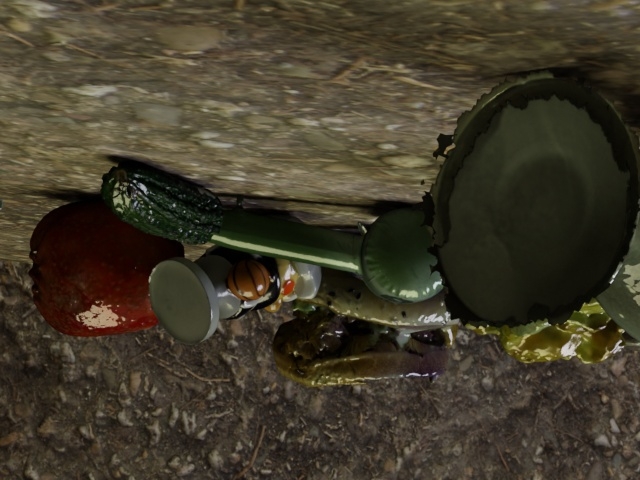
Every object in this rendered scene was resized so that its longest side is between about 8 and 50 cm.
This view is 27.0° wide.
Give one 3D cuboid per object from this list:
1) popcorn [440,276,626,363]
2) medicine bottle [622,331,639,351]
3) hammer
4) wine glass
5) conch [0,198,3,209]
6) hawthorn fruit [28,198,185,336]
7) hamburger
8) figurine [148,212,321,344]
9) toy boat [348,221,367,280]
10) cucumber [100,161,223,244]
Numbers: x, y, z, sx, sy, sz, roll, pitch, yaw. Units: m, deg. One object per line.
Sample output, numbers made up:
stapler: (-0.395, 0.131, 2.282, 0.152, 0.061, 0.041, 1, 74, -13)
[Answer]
popcorn: (0.226, 0.030, 1.371, 0.204, 0.183, 0.221, -9, 158, 12)
medicine bottle: (0.494, 0.085, 1.827, 0.151, 0.151, 0.322, 1, 174, 37)
hammer: (0.000, 0.000, 1.682, 0.336, 0.118, 0.206, 12, 174, -1)
wine glass: (0.253, 0.000, 0.955, 0.357, 0.190, 0.190, 8, 174, -39)
conch: (-0.455, -0.047, 1.557, 0.153, 0.102, 0.135, -33, 150, 20)
hawthorn fruit: (-0.276, 0.038, 1.859, 0.253, 0.205, 0.205, 0, 177, -22)
hamburger: (0.059, 0.115, 2.060, 0.277, 0.195, 0.318, 2, -170, -20)
figurine: (-0.098, 0.044, 1.801, 0.176, 0.133, 0.236, -8, -169, 43)
toy boat: (0.078, 0.009, 1.894, 0.175, 0.091, 0.110, 6, 142, 30)
cucumber: (-0.185, -0.041, 1.530, 0.077, 0.077, 0.265, 3, 174, 21)
